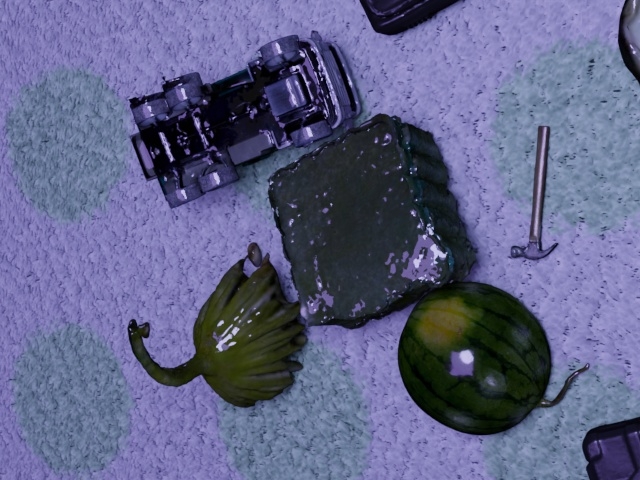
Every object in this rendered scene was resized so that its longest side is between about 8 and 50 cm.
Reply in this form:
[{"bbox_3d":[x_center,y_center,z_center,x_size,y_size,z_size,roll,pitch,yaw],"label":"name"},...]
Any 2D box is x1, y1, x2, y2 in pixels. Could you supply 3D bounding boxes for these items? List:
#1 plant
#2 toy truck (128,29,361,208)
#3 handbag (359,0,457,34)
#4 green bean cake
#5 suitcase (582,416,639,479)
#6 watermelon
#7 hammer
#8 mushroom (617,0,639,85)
[{"bbox_3d":[-0.179,0.156,1.606,0.180,0.334,0.251,20,116,41],"label":"plant"},{"bbox_3d":[-0.121,-0.177,1.619,0.364,0.178,0.176,-19,94,28],"label":"toy truck"},{"bbox_3d":[0.145,-0.436,1.514,0.275,0.088,0.244,-27,77,29],"label":"handbag"},{"bbox_3d":[0.068,-0.019,1.536,0.241,0.132,0.255,-27,71,26],"label":"green bean cake"},{"bbox_3d":[0.466,0.356,1.407,0.206,0.066,0.285,-19,85,28],"label":"suitcase"},{"bbox_3d":[0.204,0.169,1.503,0.232,0.127,0.204,43,109,13],"label":"watermelon"},{"bbox_3d":[0.295,-0.063,1.496,0.062,0.017,0.182,8,97,27],"label":"hammer"},{"bbox_3d":[0.513,-0.210,1.312,0.344,0.130,0.247,30,91,22],"label":"mushroom"}]
